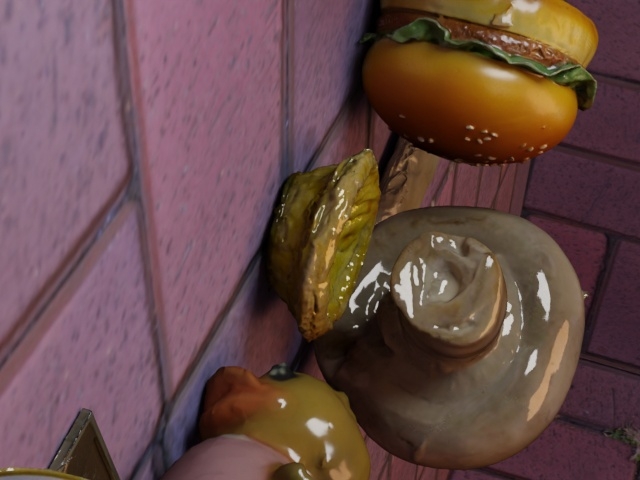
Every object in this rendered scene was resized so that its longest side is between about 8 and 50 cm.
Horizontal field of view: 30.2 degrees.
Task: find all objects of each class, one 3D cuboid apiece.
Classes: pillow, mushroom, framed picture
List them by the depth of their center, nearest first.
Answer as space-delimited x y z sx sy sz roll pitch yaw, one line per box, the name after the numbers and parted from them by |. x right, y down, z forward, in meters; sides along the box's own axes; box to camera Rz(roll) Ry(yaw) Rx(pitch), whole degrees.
-0.171 0.195 0.754 0.109 0.011 0.149 87 22 -52 | framed picture
0.119 0.073 1.204 0.290 0.292 0.293 58 49 -62 | mushroom
0.103 -0.068 1.450 0.128 0.050 0.229 70 36 -55 | pillow

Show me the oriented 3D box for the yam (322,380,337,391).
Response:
-0.014 0.209 1.245 0.127 0.084 0.084 84 25 -47 | yam

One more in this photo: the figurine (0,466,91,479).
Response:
-0.164 0.255 0.598 0.189 0.142 0.264 0 109 -43 | figurine

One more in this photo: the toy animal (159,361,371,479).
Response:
-0.045 0.203 0.942 0.195 0.169 0.281 -33 -161 33 | toy animal

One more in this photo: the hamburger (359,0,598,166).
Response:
0.150 -0.162 1.178 0.246 0.246 0.170 3 104 -76 | hamburger

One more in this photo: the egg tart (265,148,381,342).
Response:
0.000 0.000 1.076 0.191 0.074 0.191 15 90 -77 | egg tart
